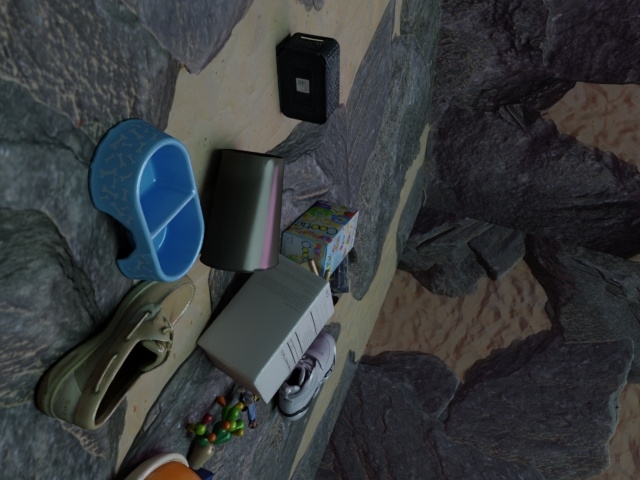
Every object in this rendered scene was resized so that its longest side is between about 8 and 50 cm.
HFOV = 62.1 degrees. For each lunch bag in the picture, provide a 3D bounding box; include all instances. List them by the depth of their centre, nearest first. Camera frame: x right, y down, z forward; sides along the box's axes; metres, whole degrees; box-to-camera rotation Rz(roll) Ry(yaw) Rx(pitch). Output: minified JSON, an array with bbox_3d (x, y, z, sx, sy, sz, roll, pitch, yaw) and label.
[{"bbox_3d":[-0.317,0.615,1.338,0.098,0.067,0.065,38,70,-73],"label":"lunch bag"}]

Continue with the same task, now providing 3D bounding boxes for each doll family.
[{"bbox_3d":[-0.196,0.441,1.499,0.193,0.076,0.111,-68,165,-57],"label":"doll family"}]

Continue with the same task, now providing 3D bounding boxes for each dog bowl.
[{"bbox_3d":[-0.267,-0.050,0.865,0.297,0.074,0.166,89,24,-44],"label":"dog bowl"}]

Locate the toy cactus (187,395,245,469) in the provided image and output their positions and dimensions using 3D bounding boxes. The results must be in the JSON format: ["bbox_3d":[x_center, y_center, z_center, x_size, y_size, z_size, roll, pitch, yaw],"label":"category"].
[{"bbox_3d":[-0.277,0.488,1.340,0.180,0.112,0.219,-54,164,-1],"label":"toy cactus"}]

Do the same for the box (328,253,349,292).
[{"bbox_3d":[0.056,0.067,1.909,0.183,0.059,0.232,34,54,-72],"label":"box"}]

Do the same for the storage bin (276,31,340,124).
[{"bbox_3d":[-0.026,-0.375,1.238,0.180,0.122,0.084,88,24,-46],"label":"storage bin"}]

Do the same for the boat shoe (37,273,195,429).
[{"bbox_3d":[-0.302,0.176,0.898,0.341,0.110,0.121,-54,154,-48],"label":"boat shoe"}]

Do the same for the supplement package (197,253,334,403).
[{"bbox_3d":[-0.123,0.209,1.299,0.293,0.178,0.175,-51,156,-23],"label":"supplement package"}]

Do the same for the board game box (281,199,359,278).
[{"bbox_3d":[0.000,0.000,1.639,0.275,0.142,0.144,-47,150,-56],"label":"board game box"}]

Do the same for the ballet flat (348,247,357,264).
[{"bbox_3d":[0.107,0.072,2.212,0.084,0.058,0.250,68,16,-2],"label":"ballet flat"}]

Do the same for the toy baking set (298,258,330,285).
[{"bbox_3d":[-0.076,0.167,1.515,0.030,0.197,0.256,-117,-147,-68],"label":"toy baking set"}]

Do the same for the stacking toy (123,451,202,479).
[{"bbox_3d":[-0.200,0.667,1.047,0.350,0.480,0.350,16,90,-74],"label":"stacking toy"}]

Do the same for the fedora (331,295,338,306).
[{"bbox_3d":[-0.034,0.212,1.785,0.079,0.194,0.194,63,28,-7],"label":"fedora"}]

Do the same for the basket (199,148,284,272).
[{"bbox_3d":[-0.151,-0.068,1.097,0.204,0.154,0.226,-22,123,-70],"label":"basket"}]

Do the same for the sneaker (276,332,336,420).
[{"bbox_3d":[-0.044,0.458,1.934,0.365,0.137,0.210,-57,160,-35],"label":"sneaker"}]
